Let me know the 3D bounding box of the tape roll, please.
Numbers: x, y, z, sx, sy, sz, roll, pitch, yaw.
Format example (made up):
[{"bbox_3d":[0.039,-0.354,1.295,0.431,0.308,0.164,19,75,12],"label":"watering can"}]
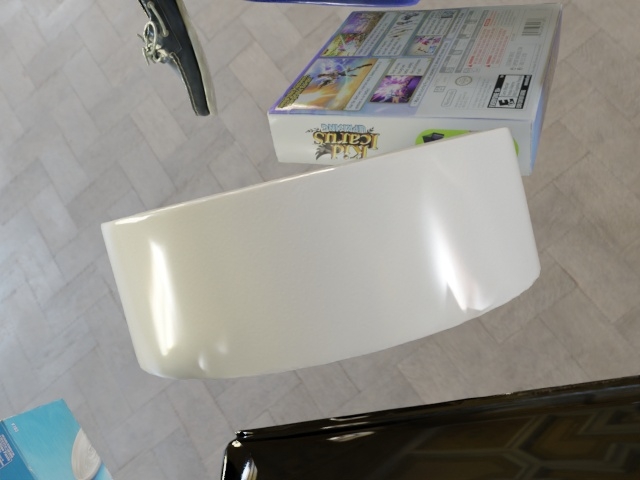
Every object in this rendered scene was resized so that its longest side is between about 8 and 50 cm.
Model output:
[{"bbox_3d":[0.000,0.000,0.478,0.286,0.286,0.100,-12,96,17],"label":"tape roll"}]

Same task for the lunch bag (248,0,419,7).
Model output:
[{"bbox_3d":[0.040,-0.406,0.816,0.385,0.328,0.238,26,122,54],"label":"lunch bag"}]

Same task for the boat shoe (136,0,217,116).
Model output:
[{"bbox_3d":[-0.206,-0.280,0.905,0.079,0.095,0.254,-21,97,-8],"label":"boat shoe"}]

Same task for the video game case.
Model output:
[{"bbox_3d":[0.110,-0.167,0.706,0.244,0.061,0.269,7,40,21],"label":"video game case"}]

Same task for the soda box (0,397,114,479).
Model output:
[{"bbox_3d":[-0.134,0.199,0.386,0.067,0.071,0.210,-34,84,3],"label":"soda box"}]

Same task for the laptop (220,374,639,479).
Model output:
[{"bbox_3d":[0.159,0.291,0.262,0.382,0.236,0.407,-12,107,17],"label":"laptop"}]
